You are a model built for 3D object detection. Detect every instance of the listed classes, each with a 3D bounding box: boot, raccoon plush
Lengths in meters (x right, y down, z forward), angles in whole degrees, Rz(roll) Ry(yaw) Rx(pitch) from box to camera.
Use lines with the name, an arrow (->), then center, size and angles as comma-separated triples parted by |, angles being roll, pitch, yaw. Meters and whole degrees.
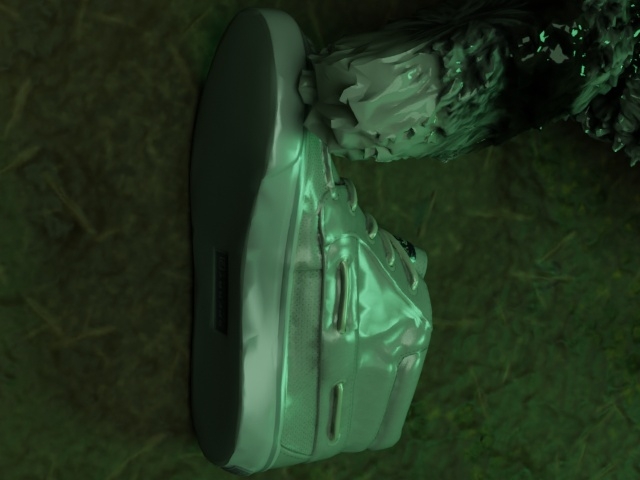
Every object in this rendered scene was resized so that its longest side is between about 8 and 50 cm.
boot -> 0.000, 0.000, 0.950 | 0.123, 0.095, 0.258 | -4, 108, -29
raccoon plush -> 0.211, -0.036, 0.988 | 0.446, 0.216, 0.299 | -16, 112, -9
